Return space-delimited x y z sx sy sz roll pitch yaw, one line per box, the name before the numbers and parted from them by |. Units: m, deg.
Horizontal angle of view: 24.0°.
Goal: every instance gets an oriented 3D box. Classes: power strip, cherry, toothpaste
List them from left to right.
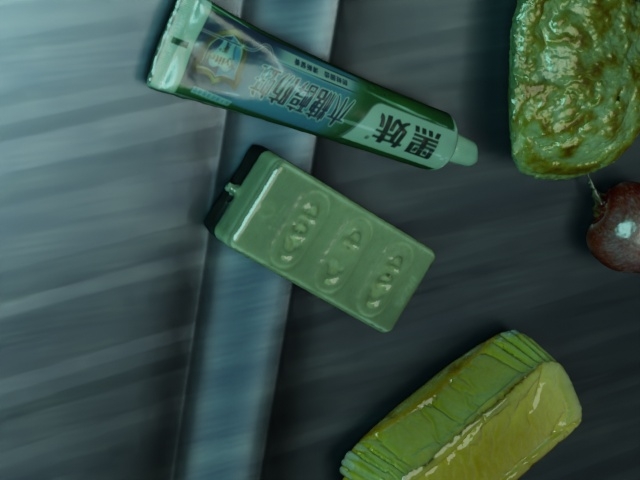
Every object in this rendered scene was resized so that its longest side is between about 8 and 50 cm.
power strip | 0.000 0.000 1.545 0.256 0.070 0.105 30 91 -36
toothpaste | 0.010 -0.140 1.500 0.392 0.061 0.099 17 101 -34
cherry | 0.326 -0.031 1.738 0.225 0.090 0.107 26 109 -19

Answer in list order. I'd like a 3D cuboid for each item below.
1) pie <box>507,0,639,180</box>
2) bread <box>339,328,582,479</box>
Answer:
pie | 0.273 -0.186 1.630 0.201 0.090 0.248 -10 109 -30
bread | 0.162 0.230 1.708 0.288 0.119 0.152 -37 121 -16
